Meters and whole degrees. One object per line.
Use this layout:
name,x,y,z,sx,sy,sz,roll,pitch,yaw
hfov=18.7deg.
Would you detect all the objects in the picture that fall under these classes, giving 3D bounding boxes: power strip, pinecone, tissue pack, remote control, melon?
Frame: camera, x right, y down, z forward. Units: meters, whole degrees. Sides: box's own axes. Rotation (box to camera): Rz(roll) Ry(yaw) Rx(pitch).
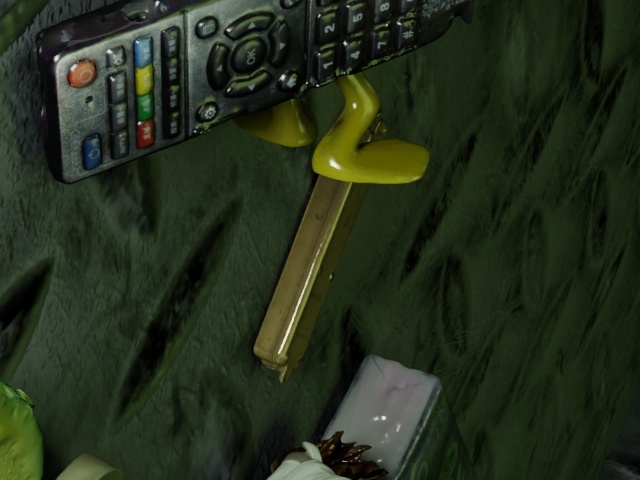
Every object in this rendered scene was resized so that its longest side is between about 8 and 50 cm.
power strip,0.000,0.000,2.009,0.305,0.044,0.064,-69,159,-4
pinecone,0.012,0.295,2.105,0.173,0.174,0.173,-52,152,-43
tissue pack,0.074,0.342,2.378,0.288,0.124,0.394,-63,159,-17
remote control,-0.045,-0.169,1.497,0.399,0.062,0.144,-23,135,-28
melon,-0.265,0.147,1.417,0.209,0.064,0.118,3,111,-67

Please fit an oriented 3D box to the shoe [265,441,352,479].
shoe,-0.081,0.329,1.990,0.316,0.159,0.124,-43,133,8

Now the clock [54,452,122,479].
clock,-0.234,0.281,1.580,0.235,0.029,0.235,-59,170,-16

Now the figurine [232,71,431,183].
figurine,0.044,-0.259,1.685,0.283,0.205,0.338,-42,140,-49
